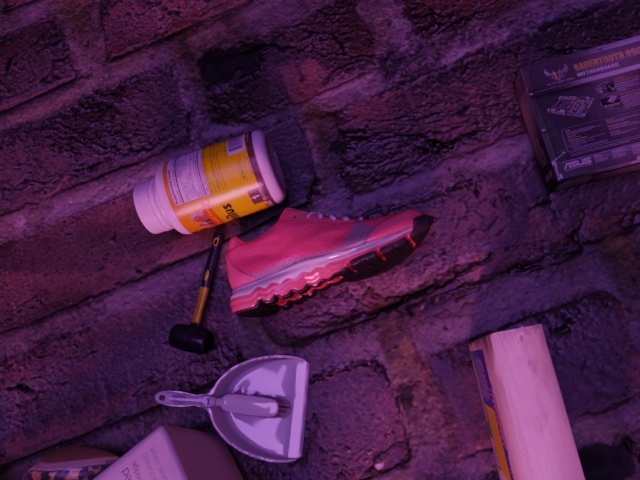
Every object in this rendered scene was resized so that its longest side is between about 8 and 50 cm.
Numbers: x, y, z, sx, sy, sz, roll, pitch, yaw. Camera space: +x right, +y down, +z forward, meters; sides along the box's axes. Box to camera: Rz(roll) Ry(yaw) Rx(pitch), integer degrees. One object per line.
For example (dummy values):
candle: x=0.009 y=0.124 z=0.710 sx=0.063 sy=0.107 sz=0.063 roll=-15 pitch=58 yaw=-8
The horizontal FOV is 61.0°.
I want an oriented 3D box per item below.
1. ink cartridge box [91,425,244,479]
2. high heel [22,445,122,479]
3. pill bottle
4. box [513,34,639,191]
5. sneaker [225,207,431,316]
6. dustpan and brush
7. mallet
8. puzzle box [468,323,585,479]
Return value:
ink cartridge box: x=-0.250 y=0.466 z=0.672 sx=0.384 sy=0.160 sz=0.279 roll=-39 pitch=59 yaw=1
high heel: x=-0.391 y=0.407 z=0.790 sx=0.261 sy=0.093 sz=0.186 roll=-10 pitch=87 yaw=6
pill bottle: x=-0.168 y=-0.081 z=0.831 sx=0.215 sy=0.117 sz=0.117 roll=-18 pitch=75 yaw=7
box: x=0.418 y=-0.186 z=0.776 sx=0.231 sy=0.056 sz=0.183 roll=-14 pitch=74 yaw=7
sneaker: x=0.000 y=0.000 z=0.783 sx=0.313 sy=0.116 sz=0.136 roll=-21 pitch=73 yaw=6
dustpan and brush: x=-0.129 y=0.234 z=0.781 sx=0.211 sy=0.060 sz=0.147 roll=2 pitch=78 yaw=11
mallet: x=-0.190 y=0.079 z=0.845 sx=0.062 sy=0.039 sz=0.190 roll=1 pitch=73 yaw=13
puzzle box: x=0.242 y=0.301 z=0.587 sx=0.052 sy=0.272 sz=0.409 roll=-12 pitch=76 yaw=8
